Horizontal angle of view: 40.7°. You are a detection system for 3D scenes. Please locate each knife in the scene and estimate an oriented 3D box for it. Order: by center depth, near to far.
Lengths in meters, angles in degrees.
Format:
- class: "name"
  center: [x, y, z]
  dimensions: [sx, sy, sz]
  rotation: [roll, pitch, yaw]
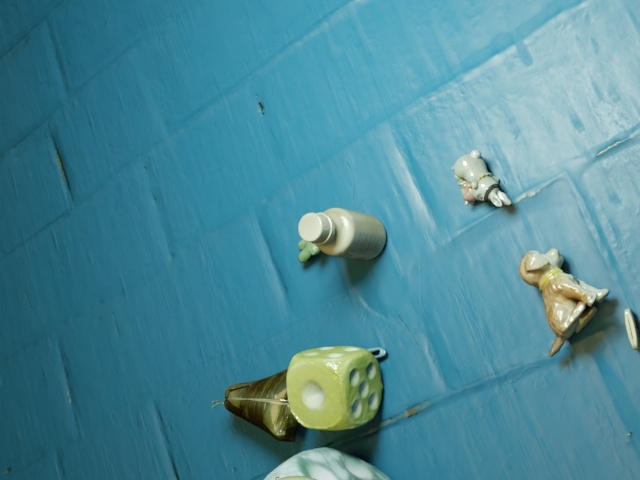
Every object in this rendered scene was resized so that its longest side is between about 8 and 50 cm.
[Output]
- class: "knife"
  center: [0.031, 0.303, 2.123]
  dimensions: [0.313, 0.019, 0.044]
  rotation: [-21, 70, 32]

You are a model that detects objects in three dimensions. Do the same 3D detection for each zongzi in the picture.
- class: "zongzi"
  center: [-0.127, 0.356, 2.181]
  dimensions: [0.248, 0.111, 0.240]
  rotation: [17, 84, 38]

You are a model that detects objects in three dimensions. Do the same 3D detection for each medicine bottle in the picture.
- class: "medicine bottle"
  center: [0.047, -0.018, 2.000]
  dimensions: [0.114, 0.252, 0.114]
  rotation: [-4, 82, 34]

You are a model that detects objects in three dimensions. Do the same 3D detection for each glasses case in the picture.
- class: "glasses case"
  center: [0.622, 0.177, 1.720]
  dimensions: [0.021, 0.032, 0.083]
  rotation: [-15, 76, 29]

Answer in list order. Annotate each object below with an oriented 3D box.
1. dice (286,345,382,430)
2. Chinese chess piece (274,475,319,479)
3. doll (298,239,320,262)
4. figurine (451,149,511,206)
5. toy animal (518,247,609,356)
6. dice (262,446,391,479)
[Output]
- class: "dice"
  center: [0.033, 0.342, 2.011]
  dimensions: [0.166, 0.169, 0.169]
  rotation: [-2, 94, 35]
- class: "Chinese chess piece"
  center: [-0.046, 0.599, 1.693]
  dimensions: [0.273, 0.102, 0.273]
  rotation: [-4, 82, 34]
- class: "doll"
  center: [0.000, 0.000, 2.151]
  dimensions: [0.150, 0.078, 0.115]
  rotation: [-34, 29, 38]
- class: "figurine"
  center: [0.359, -0.119, 1.920]
  dimensions: [0.146, 0.081, 0.098]
  rotation: [62, 161, 17]
- class: "toy animal"
  center: [0.469, 0.120, 1.794]
  dimensions: [0.185, 0.104, 0.183]
  rotation: [43, 116, 25]
- class: "dice"
  center: [0.017, 0.688, 1.903]
  dimensions: [0.348, 0.328, 0.330]
  rotation: [38, 107, 31]
